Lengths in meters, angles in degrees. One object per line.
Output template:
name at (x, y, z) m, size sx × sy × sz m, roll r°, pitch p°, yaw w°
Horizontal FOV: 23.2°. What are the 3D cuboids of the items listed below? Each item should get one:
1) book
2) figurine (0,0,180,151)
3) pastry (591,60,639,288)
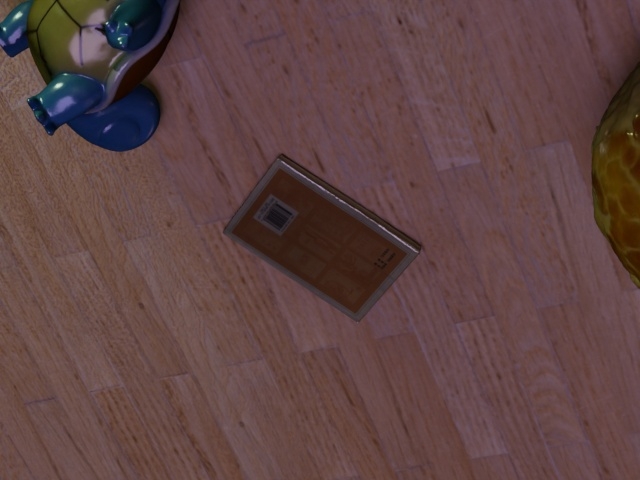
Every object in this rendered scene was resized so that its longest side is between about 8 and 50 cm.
book at (0.000, -0.001, 2.222) m, size 0.242 × 0.018 × 0.170 m, roll 34°, pitch 126°, yaw -8°
figurine at (-0.285, -0.270, 1.998) m, size 0.243 × 0.298 × 0.416 m, roll -2°, pitch 133°, yaw -25°
pastry at (0.506, -0.069, 1.857) m, size 0.389 × 0.312 × 0.388 m, roll 6°, pitch 120°, yaw 10°
